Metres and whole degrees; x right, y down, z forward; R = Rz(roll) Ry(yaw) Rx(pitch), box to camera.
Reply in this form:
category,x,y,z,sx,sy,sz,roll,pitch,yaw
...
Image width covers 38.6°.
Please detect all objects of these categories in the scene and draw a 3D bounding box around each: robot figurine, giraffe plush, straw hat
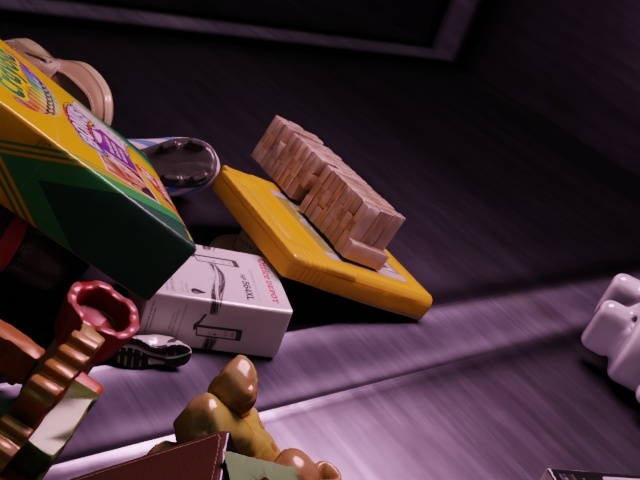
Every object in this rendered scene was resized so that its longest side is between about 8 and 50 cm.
category,x,y,z,sx,sy,sz,roll,pitch,yaw
robot figurine,0.624,0.195,1.524,0.353,0.200,0.300,28,54,13
giraffe plush,-0.072,0.246,0.967,0.170,0.181,0.210,39,-6,10
straw hat,-0.107,0.004,1.480,0.144,0.061,0.144,17,26,-9

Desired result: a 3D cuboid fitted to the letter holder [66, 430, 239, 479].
category,x,y,z,sx,sy,sz,roll,pitch,yaw
letter holder,-0.157,0.328,0.721,0.214,0.152,0.302,-18,25,10

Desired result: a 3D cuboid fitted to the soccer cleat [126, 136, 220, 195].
category,x,y,z,sx,sy,sz,roll,pitch,yaw
soccer cleat,-0.333,-0.113,1.501,0.331,0.116,0.143,2,-9,-12

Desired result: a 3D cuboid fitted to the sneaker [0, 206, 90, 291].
category,x,y,z,sx,sy,sz,roll,pitch,yaw
sneaker,-0.374,-0.006,1.255,0.135,0.097,0.276,33,13,-14

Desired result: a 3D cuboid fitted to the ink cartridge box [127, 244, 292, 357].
category,x,y,z,sx,sy,sz,roll,pitch,yaw
ink cartridge box,-0.157,0.077,1.269,0.203,0.086,0.148,10,28,-23

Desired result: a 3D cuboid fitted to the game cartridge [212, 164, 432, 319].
category,x,y,z,sx,sy,sz,roll,pitch,yaw
game cartridge,0.000,0.000,1.489,0.324,0.052,0.285,22,19,-43

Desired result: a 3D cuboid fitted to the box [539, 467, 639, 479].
category,x,y,z,sx,sy,sz,roll,pitch,yaw
box,0.359,0.359,1.042,0.290,0.169,0.087,9,26,-22

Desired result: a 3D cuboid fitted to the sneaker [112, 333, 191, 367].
category,x,y,z,sx,sy,sz,roll,pitch,yaw
sneaker,-0.222,0.139,1.165,0.109,0.040,0.044,12,11,-28

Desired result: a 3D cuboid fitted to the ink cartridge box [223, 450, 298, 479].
category,x,y,z,sx,sy,sz,roll,pitch,yaw
ink cartridge box,-0.007,0.299,0.787,0.171,0.056,0.235,43,32,-62

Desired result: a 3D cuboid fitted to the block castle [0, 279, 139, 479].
category,x,y,z,sx,sy,sz,roll,pitch,yaw
block castle,-0.362,0.116,0.807,0.303,0.213,0.453,36,23,-6

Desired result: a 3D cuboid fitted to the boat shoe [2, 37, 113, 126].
category,x,y,z,sx,sy,sz,roll,pitch,yaw
boat shoe,-0.506,-0.277,1.659,0.341,0.121,0.110,27,29,34

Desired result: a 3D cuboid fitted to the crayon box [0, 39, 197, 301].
category,x,y,z,sx,sy,sz,roll,pitch,yaw
crayon box,-0.343,-0.114,1.191,0.313,0.106,0.363,41,4,-32

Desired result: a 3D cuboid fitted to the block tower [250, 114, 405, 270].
category,x,y,z,sx,sy,sz,roll,pitch,yaw
block tower,0.009,-0.087,1.518,0.091,0.097,0.335,19,22,-42
